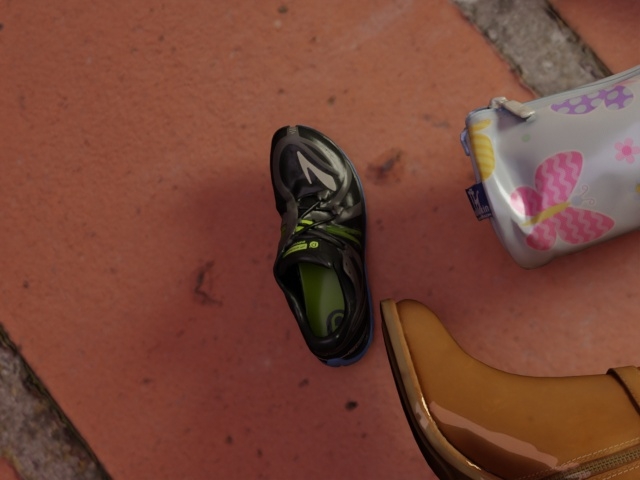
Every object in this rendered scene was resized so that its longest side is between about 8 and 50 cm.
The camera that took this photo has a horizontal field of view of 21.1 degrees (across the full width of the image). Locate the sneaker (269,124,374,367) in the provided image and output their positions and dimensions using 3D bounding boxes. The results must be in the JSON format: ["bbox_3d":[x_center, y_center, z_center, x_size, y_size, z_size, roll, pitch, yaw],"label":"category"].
[{"bbox_3d":[0.000,0.000,1.287,0.067,0.078,0.188,-13,78,14],"label":"sneaker"}]

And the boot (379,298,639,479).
[{"bbox_3d":[0.183,0.118,1.200,0.220,0.109,0.283,-29,60,-4],"label":"boot"}]

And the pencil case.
[{"bbox_3d":[0.237,-0.076,1.213,0.273,0.113,0.124,-20,82,12],"label":"pencil case"}]
